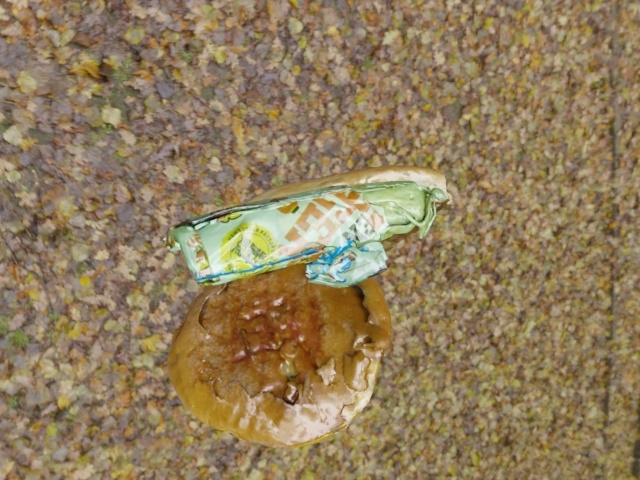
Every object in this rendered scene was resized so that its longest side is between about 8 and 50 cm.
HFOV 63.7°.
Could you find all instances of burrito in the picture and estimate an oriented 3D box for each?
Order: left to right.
[{"bbox_3d":[0.000,0.000,0.509,0.288,0.054,0.104,-14,76,-21],"label":"burrito"}]

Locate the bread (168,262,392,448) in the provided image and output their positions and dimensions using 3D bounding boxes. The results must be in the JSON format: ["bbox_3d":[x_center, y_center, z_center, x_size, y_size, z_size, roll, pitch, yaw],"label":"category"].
[{"bbox_3d":[-0.056,0.178,0.876,0.204,0.359,0.336,66,41,-55],"label":"bread"}]

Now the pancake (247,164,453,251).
[{"bbox_3d":[0.041,-0.027,0.702,0.266,0.244,0.057,-10,69,-2],"label":"pancake"}]
